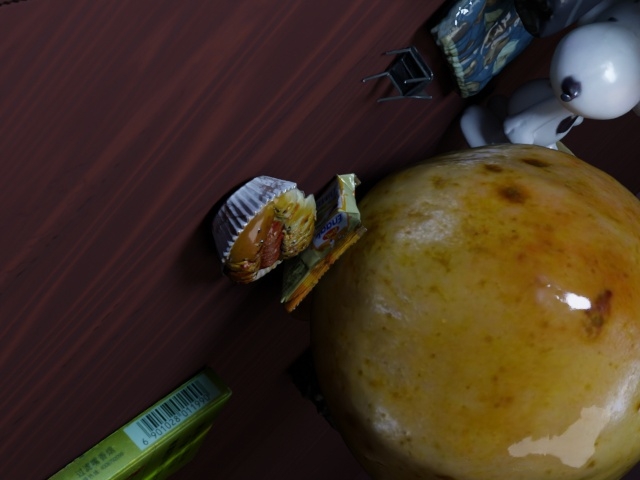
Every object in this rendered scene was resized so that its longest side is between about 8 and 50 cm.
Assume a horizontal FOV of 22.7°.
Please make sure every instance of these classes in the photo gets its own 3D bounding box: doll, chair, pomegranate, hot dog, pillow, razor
[{"bbox_3d":[0.266,-0.168,1.564,0.208,0.144,0.271,-28,177,-20],"label":"doll"},{"bbox_3d":[0.075,-0.139,1.332,0.042,0.037,0.086,-38,168,31],"label":"chair"},{"bbox_3d":[0.143,0.083,1.544,0.410,0.410,0.410,-41,167,-12],"label":"pomegranate"},{"bbox_3d":[-0.047,-0.007,1.349,0.099,0.053,0.192,-46,170,-6],"label":"hot dog"},{"bbox_3d":[0.178,-0.217,1.414,0.189,0.034,0.255,-46,166,2],"label":"pillow"},{"bbox_3d":[0.228,-0.233,1.327,0.148,0.054,0.090,-40,168,-18],"label":"razor"}]

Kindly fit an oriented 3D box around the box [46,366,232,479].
[{"bbox_3d":[-0.234,0.260,1.660,0.311,0.043,0.173,-35,165,-35],"label":"box"}]

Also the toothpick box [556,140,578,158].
[{"bbox_3d":[0.263,-0.018,1.989,0.187,0.190,0.308,-46,171,5],"label":"toothpick box"}]

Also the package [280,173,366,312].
[{"bbox_3d":[0.000,-0.001,1.453,0.108,0.031,0.120,-48,-161,19],"label":"package"}]

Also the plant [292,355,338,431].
[{"bbox_3d":[0.068,0.157,2.059,0.194,0.129,0.132,-40,169,-1],"label":"plant"}]
